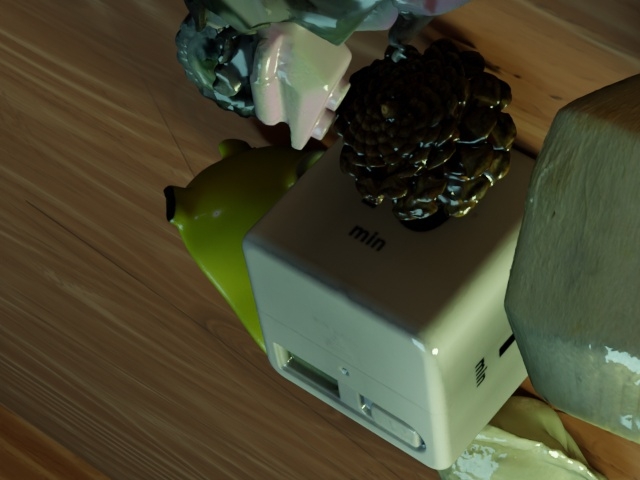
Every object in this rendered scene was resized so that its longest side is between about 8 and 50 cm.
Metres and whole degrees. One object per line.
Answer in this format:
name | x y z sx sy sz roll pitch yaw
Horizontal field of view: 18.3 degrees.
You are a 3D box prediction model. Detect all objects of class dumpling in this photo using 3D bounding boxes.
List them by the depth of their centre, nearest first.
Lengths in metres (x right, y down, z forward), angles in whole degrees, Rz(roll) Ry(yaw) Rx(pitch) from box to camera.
dumpling | 0.203 0.219 1.962 0.166 0.126 0.216 -1 136 40

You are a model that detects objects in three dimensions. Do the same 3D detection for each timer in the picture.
timer | 0.077 0.030 1.592 0.192 0.195 0.194 30 153 27

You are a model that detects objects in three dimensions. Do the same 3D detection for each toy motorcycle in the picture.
toy motorcycle | 0.008 -0.168 1.338 0.188 0.143 0.327 31 144 4

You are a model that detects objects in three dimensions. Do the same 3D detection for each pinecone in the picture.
pinecone | 0.083 -0.078 1.469 0.140 0.140 0.121 27 169 34

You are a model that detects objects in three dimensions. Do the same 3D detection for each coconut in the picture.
coconut | 0.242 0.003 1.200 0.245 0.247 0.245 19 -175 -2

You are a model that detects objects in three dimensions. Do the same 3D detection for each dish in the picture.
dish | 0.000 0.000 1.792 0.262 0.221 0.108 48 122 0
